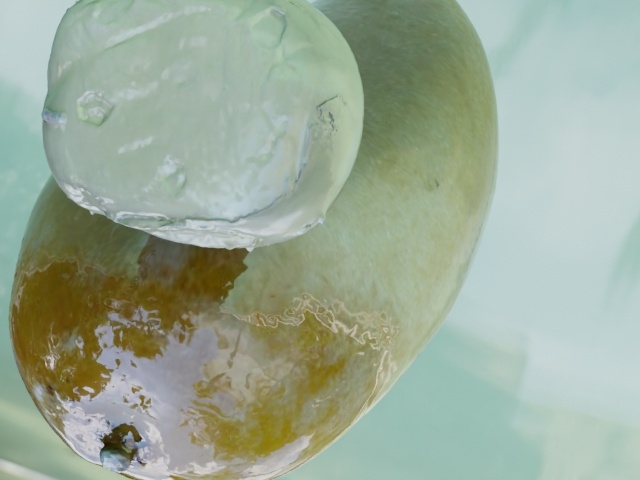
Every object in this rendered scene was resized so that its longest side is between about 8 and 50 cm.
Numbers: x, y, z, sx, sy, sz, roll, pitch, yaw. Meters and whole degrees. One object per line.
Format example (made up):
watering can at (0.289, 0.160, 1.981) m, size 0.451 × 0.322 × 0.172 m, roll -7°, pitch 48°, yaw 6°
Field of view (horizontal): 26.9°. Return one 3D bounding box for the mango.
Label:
mango at (-0.022, -0.018, 0.752) m, size 0.221 × 0.384 × 0.199 m, roll 30°, pitch 143°, yaw 5°

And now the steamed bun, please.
steamed bun at (-0.042, -0.054, 0.548) m, size 0.130 × 0.112 × 0.091 m, roll 7°, pitch -179°, yaw 19°
